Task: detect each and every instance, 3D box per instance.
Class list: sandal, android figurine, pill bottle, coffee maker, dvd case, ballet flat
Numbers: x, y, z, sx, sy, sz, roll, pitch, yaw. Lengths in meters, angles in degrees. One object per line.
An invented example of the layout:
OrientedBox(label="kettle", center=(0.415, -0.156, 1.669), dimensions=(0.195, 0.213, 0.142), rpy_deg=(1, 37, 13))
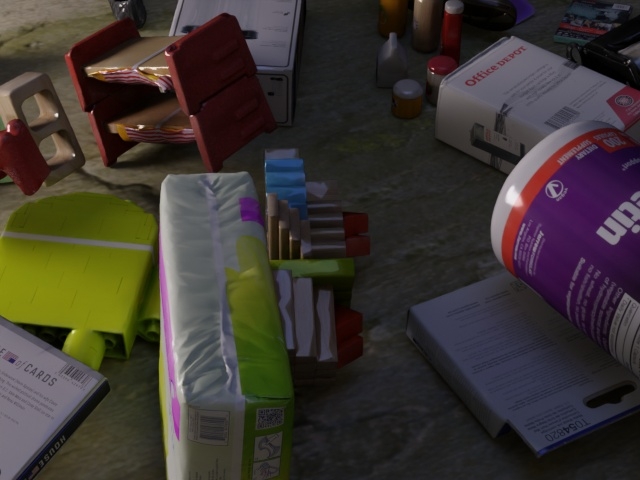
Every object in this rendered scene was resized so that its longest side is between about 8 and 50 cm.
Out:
OrientedBox(label="sandal", center=(0.175, -0.354, 1.789), dimensions=(0.219, 0.090, 0.060), rpy_deg=(17, 75, 17))
OrientedBox(label="android figurine", center=(-0.264, 0.043, 1.342), dimensions=(0.248, 0.056, 0.272), rpy_deg=(4, 43, 4))
OrientedBox(label="pill bottle", center=(0.325, 0.034, 1.206), dimensions=(0.182, 0.181, 0.323), rpy_deg=(-25, 47, -27))
OrientedBox(label="coffee maker", center=(0.435, -0.255, 1.637), dimensions=(0.178, 0.120, 0.171), rpy_deg=(-30, 54, -10))
OrientedBox(label="dvd case", center=(0.387, -0.308, 1.807), dimensions=(0.087, 0.013, 0.119), rpy_deg=(13, 43, 18))
OrientedBox(label="dvd case", center=(-0.334, 0.179, 1.163), dimensions=(0.179, 0.029, 0.238), rpy_deg=(26, 58, 26))
OrientedBox(label="ballet flat", center=(-0.283, -0.359, 1.820), dimensions=(0.057, 0.049, 0.173), rpy_deg=(-13, 43, -18))

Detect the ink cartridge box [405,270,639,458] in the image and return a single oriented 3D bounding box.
OrientedBox(label="ink cartridge box", center=(0.236, 0.115, 1.282), dimensions=(0.223, 0.045, 0.224), rpy_deg=(-18, 45, -23))

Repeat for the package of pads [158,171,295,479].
OrientedBox(label="package of pads", center=(-0.091, 0.116, 1.131), dimensions=(0.101, 0.229, 0.296), rpy_deg=(-2, 39, -8))

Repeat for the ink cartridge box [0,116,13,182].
OrientedBox(label="ink cartridge box", center=(-0.484, -0.122, 1.533), dimensions=(0.235, 0.056, 0.171), rpy_deg=(-11, 41, -11))

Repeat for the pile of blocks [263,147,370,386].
OrientedBox(label="pile of blocks", center=(0.000, 0.000, 1.331), dimensions=(0.113, 0.149, 0.362), rpy_deg=(-2, 40, -4))

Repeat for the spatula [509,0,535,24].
OrientedBox(label="spatula", center=(0.185, -0.393, 1.890), dimensions=(0.084, 0.030, 0.296), rpy_deg=(-33, 51, -26))

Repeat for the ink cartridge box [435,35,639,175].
OrientedBox(label="ink cartridge box", center=(0.271, -0.149, 1.560), dimensions=(0.218, 0.092, 0.158), rpy_deg=(32, 49, 28))

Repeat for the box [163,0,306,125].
OrientedBox(label="box", center=(-0.108, -0.271, 1.694), dimensions=(0.169, 0.087, 0.290), rpy_deg=(2, 40, 1))

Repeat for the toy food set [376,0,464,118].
OrientedBox(label="toy food set", center=(0.131, -0.268, 1.684), dimensions=(0.111, 0.104, 0.232), rpy_deg=(2, 40, 0))

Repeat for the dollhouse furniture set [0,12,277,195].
OrientedBox(label="dollhouse furniture set", center=(-0.256, -0.110, 1.407), dimensions=(0.201, 0.152, 0.374), rpy_deg=(8, 36, 44))
